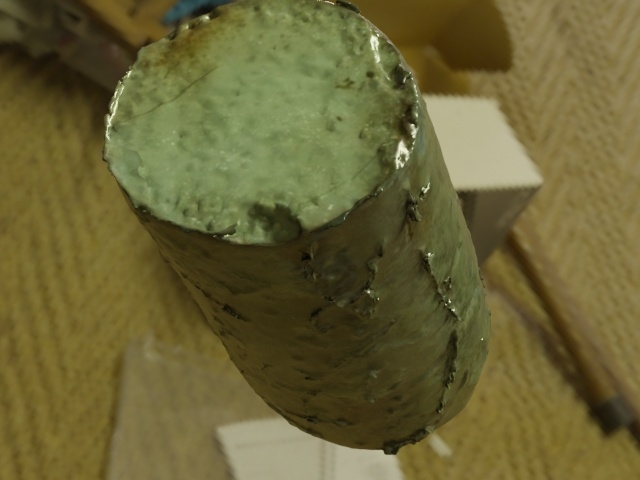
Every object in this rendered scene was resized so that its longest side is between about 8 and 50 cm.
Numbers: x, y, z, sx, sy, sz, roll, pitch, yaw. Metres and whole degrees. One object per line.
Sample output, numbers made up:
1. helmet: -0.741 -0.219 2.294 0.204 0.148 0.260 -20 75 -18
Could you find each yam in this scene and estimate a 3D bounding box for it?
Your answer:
1. yam: 0.000 0.000 0.907 0.168 0.304 0.168 -5 64 11
